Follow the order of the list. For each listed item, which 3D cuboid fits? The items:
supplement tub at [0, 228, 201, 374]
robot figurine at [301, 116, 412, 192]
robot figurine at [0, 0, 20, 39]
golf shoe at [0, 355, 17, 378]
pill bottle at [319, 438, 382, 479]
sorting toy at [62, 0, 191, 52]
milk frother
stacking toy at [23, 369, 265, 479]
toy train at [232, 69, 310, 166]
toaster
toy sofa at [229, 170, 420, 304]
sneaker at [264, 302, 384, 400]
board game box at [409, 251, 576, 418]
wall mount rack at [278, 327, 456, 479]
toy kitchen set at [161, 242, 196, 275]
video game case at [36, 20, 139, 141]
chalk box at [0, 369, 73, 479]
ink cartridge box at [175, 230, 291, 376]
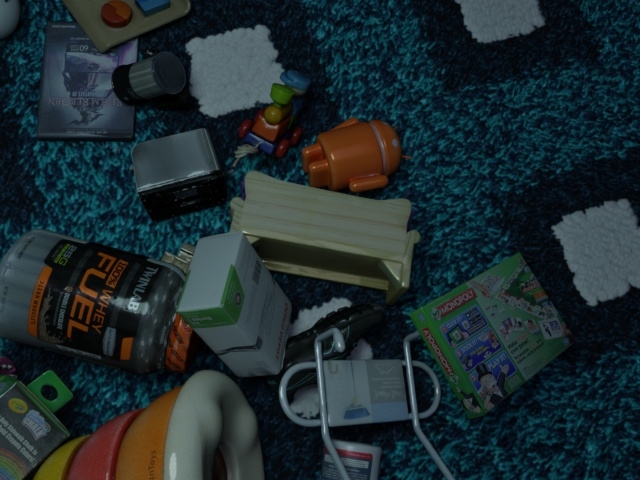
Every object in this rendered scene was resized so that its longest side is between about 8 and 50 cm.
[{"bbox_3d":[-0.380,0.116,1.091,0.338,0.207,0.207,15,74,-2],"label":"supplement tub"},{"bbox_3d":[0.072,-0.178,1.258,0.219,0.158,0.128,-16,112,-9],"label":"robot figurine"},{"bbox_3d":[-0.760,-0.476,1.231,0.278,0.173,0.209,-16,85,-9],"label":"robot figurine"},{"bbox_3d":[-0.665,0.333,1.066,0.140,0.115,0.306,19,67,11],"label":"golf shoe"},{"bbox_3d":[0.048,0.455,1.093,0.108,0.108,0.180,10,74,-3],"label":"pill bottle"},{"bbox_3d":[-0.459,-0.574,1.341,0.229,0.041,0.307,-33,76,-16],"label":"sorting toy"},{"bbox_3d":[-0.333,-0.351,1.255,0.134,0.129,0.143,-2,78,36],"label":"milk frother"},{"bbox_3d":[-0.352,0.417,1.006,0.480,0.350,0.351,-10,75,10],"label":"stacking toy"},{"bbox_3d":[-0.094,-0.240,1.190,0.105,0.143,0.248,28,30,3],"label":"toy train"},{"bbox_3d":[-0.267,-0.124,1.188,0.185,0.168,0.110,-16,76,-9],"label":"toaster"},{"bbox_3d":[0.000,0.000,1.191,0.362,0.150,0.177,10,69,-3],"label":"toy sofa"},{"bbox_3d":[0.011,0.209,1.177,0.267,0.101,0.106,-27,97,-9],"label":"sneaker"},{"bbox_3d":[0.338,0.168,1.167,0.317,0.046,0.213,-22,76,-36],"label":"board game box"},{"bbox_3d":[0.111,0.308,1.067,0.350,0.130,0.304,4,68,-28],"label":"wall mount rack"},{"bbox_3d":[-0.266,0.033,1.193,0.083,0.075,0.068,25,73,-3],"label":"toy kitchen set"},{"bbox_3d":[-0.492,-0.341,1.300,0.196,0.026,0.274,-1,74,-6],"label":"video game case"},{"bbox_3d":[-0.516,0.309,1.003,0.213,0.132,0.132,-45,112,-32],"label":"chalk box"},{"bbox_3d":[-0.141,0.117,1.064,0.092,0.219,0.160,-9,46,20],"label":"ink cartridge box"}]
